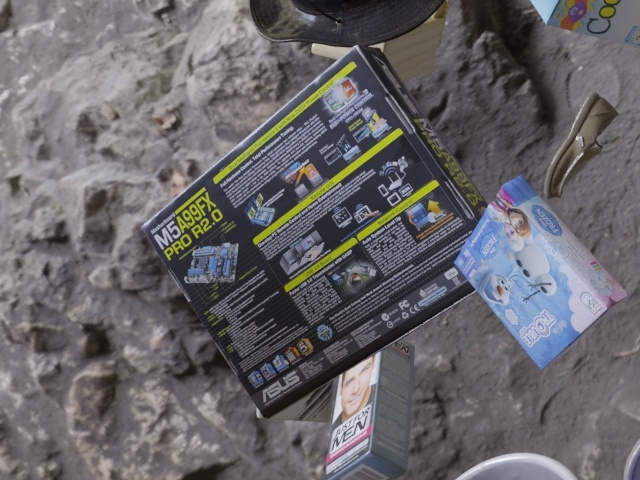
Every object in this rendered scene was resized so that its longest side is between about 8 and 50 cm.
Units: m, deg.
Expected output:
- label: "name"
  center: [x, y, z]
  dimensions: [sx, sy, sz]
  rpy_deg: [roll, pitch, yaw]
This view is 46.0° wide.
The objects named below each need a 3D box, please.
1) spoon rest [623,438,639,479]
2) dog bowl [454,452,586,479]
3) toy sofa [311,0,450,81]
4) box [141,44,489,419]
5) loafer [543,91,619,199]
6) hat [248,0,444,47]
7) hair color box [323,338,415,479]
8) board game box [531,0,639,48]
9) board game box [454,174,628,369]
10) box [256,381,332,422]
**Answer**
- label: "spoon rest"
  center: [0.417, 0.193, 0.760]
  dimensions: [0.137, 0.276, 0.084]
  rpy_deg: [44, 173, -6]
- label: "dog bowl"
  center: [0.282, 0.471, 1.119]
  dimensions: [0.349, 0.348, 0.102]
  rpy_deg: [-20, 118, 45]
- label: "toy sofa"
  center: [0.131, -0.425, 1.565]
  dimensions: [0.150, 0.362, 0.177]
  rpy_deg: [22, 120, 20]
- label: "box"
  center: [0.000, 0.000, 0.657]
  dimensions: [0.270, 0.060, 0.216]
  rpy_deg: [-37, 84, 25]
- label: "loafer"
  center: [0.334, -0.115, 0.968]
  dimensions: [0.050, 0.056, 0.147]
  rpy_deg: [27, 109, 17]
- label: "hat"
  center: [0.032, -0.421, 1.061]
  dimensions: [0.332, 0.331, 0.134]
  rpy_deg: [18, 155, 30]
- label: "hair color box"
  center: [0.124, 0.414, 1.831]
  dimensions: [0.114, 0.374, 0.185]
  rpy_deg: [32, 128, -16]
- label: "board game box"
  center: [0.341, -0.385, 0.962]
  dimensions: [0.142, 0.275, 0.144]
  rpy_deg: [10, 131, -15]
- label: "board game box"
  center: [0.126, 0.022, 0.450]
  dimensions: [0.090, 0.020, 0.090]
  rpy_deg: [53, 155, 21]
- label: "box"
  center: [-0.023, 0.075, 0.911]
  dimensions: [0.094, 0.113, 0.274]
  rpy_deg: [4, 113, 1]
